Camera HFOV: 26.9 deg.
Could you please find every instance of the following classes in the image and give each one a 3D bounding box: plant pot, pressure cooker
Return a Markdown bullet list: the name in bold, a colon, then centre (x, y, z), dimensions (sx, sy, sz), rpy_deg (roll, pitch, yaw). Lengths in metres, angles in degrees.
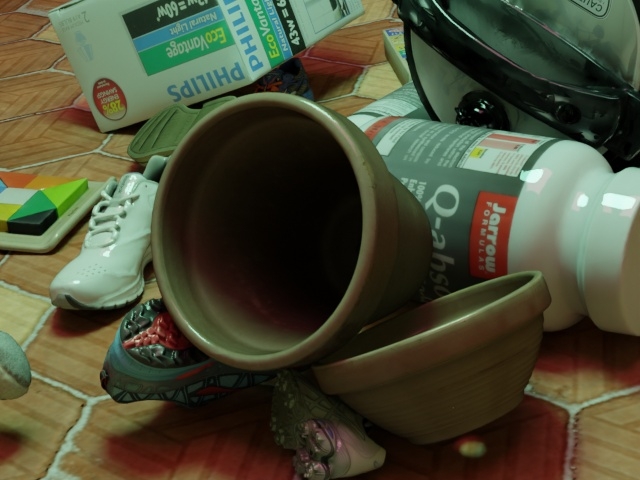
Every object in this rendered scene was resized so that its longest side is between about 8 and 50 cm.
- **plant pot**: centre (0.119, 0.122, 1.278), dimensions (0.237, 0.110, 0.237), rpy_deg (-22, 3, 1)
- **pressure cooker**: centre (0.311, -0.258, 1.615), dimensions (0.369, 0.376, 0.420), rpy_deg (-6, 15, 45)
- **plant pot**: centre (0.000, 0.000, 1.341), dimensions (0.263, 0.263, 0.229), rpy_deg (11, 0, 34)

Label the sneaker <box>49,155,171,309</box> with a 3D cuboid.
- **sneaker**: centre (-0.255, -0.010, 1.684), dimensions (0.111, 0.129, 0.297), rpy_deg (5, 29, 20)

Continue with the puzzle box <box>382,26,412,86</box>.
- **puzzle box**: centre (0.327, -0.333, 2.296), dimensions (0.408, 0.052, 0.272), rpy_deg (-10, 25, -4)

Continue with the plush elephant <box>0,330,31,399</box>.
- **plush elephant**: centre (-0.516, 0.127, 1.325), dimensions (0.330, 0.272, 0.255), rpy_deg (-29, 3, 22)

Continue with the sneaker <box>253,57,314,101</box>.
- **sneaker**: centre (-0.083, -0.231, 2.151), dimensions (0.083, 0.087, 0.221), rpy_deg (3, 27, 22)

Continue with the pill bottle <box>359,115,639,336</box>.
- **pill bottle**: centre (0.200, -0.016, 1.473), dimensions (0.362, 0.210, 0.210), rpy_deg (11, 31, 36)

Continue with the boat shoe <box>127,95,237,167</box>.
- **boat shoe**: centre (-0.179, -0.133, 1.948), dimensions (0.302, 0.103, 0.113), rpy_deg (3, 55, 57)

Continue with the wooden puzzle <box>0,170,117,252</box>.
- **wooden puzzle**: centre (-0.439, -0.049, 1.917), dimensions (0.238, 0.044, 0.221), rpy_deg (0, 27, 17)

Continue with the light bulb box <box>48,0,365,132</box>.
- **light bulb box**: centre (-0.184, -0.377, 2.222), dimensions (0.357, 0.225, 0.361), rpy_deg (-13, 17, 38)

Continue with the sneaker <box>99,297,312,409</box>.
- **sneaker**: centre (-0.117, 0.116, 1.403), dimensions (0.261, 0.125, 0.104), rpy_deg (2, 53, -38)

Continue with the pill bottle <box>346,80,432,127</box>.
- **pill bottle**: centre (0.102, -0.107, 1.752), dimensions (0.161, 0.161, 0.283), rpy_deg (13, 33, 37)

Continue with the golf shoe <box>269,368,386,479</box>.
- **golf shoe**: centre (0.004, 0.181, 1.308), dimensions (0.086, 0.069, 0.176), rpy_deg (5, 23, -23)
